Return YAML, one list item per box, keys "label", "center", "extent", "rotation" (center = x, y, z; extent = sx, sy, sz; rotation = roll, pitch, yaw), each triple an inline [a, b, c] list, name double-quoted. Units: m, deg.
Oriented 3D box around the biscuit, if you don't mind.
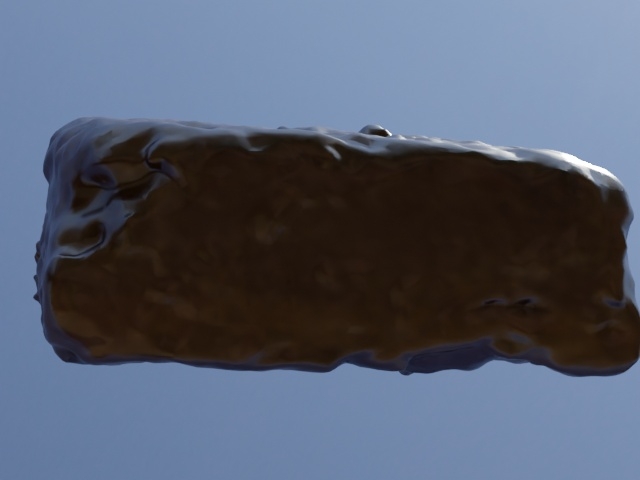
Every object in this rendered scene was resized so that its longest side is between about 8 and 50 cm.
- label: "biscuit"
  center: [0.000, 0.000, 1.212]
  extent: [0.395, 0.342, 0.166]
  rotation: [2, -84, -10]
